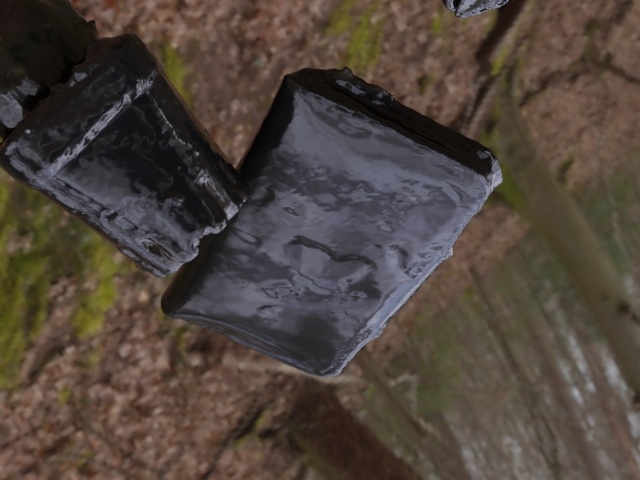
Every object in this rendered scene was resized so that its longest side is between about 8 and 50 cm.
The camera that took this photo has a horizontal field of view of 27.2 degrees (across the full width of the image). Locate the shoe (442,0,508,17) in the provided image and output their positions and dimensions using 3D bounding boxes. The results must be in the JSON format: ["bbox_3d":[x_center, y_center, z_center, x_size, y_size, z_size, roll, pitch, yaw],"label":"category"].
[{"bbox_3d":[0.123,-0.184,0.736,0.194,0.077,0.074,-27,175,-42],"label":"shoe"}]

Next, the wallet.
[{"bbox_3d":[0.000,0.000,1.134,0.377,0.197,0.051,125,-15,-52],"label":"wallet"}]

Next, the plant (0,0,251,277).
[{"bbox_3d":[-0.172,-0.091,1.023,0.142,0.256,0.164,-47,-171,1],"label":"plant"}]
